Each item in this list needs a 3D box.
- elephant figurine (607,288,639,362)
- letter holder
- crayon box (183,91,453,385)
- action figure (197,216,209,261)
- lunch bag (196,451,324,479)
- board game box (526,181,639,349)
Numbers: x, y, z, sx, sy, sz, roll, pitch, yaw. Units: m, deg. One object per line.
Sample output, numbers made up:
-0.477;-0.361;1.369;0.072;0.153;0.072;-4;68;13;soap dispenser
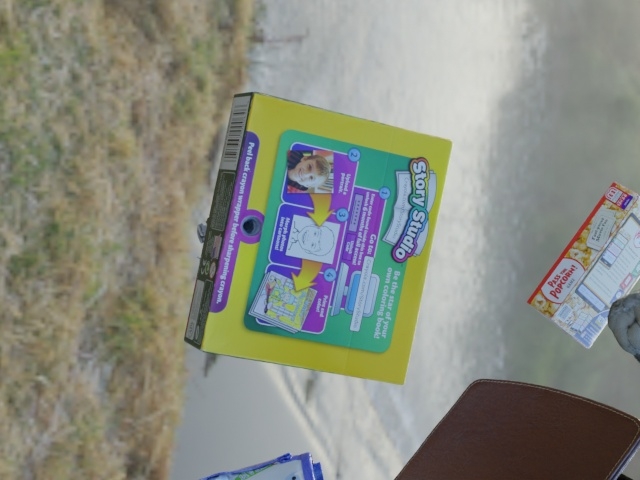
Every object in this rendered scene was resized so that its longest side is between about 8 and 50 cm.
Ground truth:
0.350;0.144;1.062;0.186;0.169;0.239;-11;79;-53;elephant figurine
0.253;0.294;1.408;0.152;0.302;0.214;48;70;-25;letter holder
0.000;0.000;1.753;0.106;0.313;0.363;-168;-90;-69;crayon box
-0.112;-0.014;2.073;0.185;0.099;0.285;37;73;-47;action figure
-0.113;0.544;1.874;0.239;0.328;0.385;72;1;-72;lunch bag
0.370;0.036;1.623;0.193;0.045;0.147;-54;142;1;board game box
